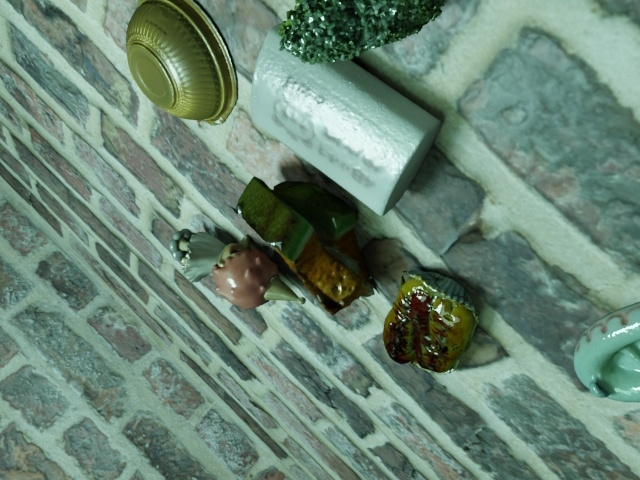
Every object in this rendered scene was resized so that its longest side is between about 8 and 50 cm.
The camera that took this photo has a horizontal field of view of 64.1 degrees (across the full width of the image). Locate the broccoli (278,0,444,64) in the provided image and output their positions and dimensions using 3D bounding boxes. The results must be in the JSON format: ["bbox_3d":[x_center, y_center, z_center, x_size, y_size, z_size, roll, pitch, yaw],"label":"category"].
[{"bbox_3d":[-0.010,-0.337,0.545,0.361,0.221,0.252,30,138,42],"label":"broccoli"}]

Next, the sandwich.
[{"bbox_3d":[0.000,0.000,0.923,0.301,0.162,0.250,47,179,-24],"label":"sandwich"}]

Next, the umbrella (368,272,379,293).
[{"bbox_3d":[0.084,0.059,1.014,0.022,0.013,0.122,-20,110,34],"label":"umbrella"}]

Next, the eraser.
[{"bbox_3d":[0.026,-0.176,0.756,0.270,0.095,0.174,37,144,12],"label":"eraser"}]

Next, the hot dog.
[{"bbox_3d":[0.195,0.160,0.935,0.163,0.082,0.270,30,143,21],"label":"hot dog"}]

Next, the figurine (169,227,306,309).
[{"bbox_3d":[-0.203,0.065,1.228,0.387,0.166,0.207,19,172,33],"label":"figurine"}]

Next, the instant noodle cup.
[{"bbox_3d":[-0.283,-0.322,0.949,0.274,0.091,0.274,30,144,25],"label":"instant noodle cup"}]

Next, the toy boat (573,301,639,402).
[{"bbox_3d":[0.426,0.159,0.678,0.134,0.079,0.207,41,145,4],"label":"toy boat"}]
